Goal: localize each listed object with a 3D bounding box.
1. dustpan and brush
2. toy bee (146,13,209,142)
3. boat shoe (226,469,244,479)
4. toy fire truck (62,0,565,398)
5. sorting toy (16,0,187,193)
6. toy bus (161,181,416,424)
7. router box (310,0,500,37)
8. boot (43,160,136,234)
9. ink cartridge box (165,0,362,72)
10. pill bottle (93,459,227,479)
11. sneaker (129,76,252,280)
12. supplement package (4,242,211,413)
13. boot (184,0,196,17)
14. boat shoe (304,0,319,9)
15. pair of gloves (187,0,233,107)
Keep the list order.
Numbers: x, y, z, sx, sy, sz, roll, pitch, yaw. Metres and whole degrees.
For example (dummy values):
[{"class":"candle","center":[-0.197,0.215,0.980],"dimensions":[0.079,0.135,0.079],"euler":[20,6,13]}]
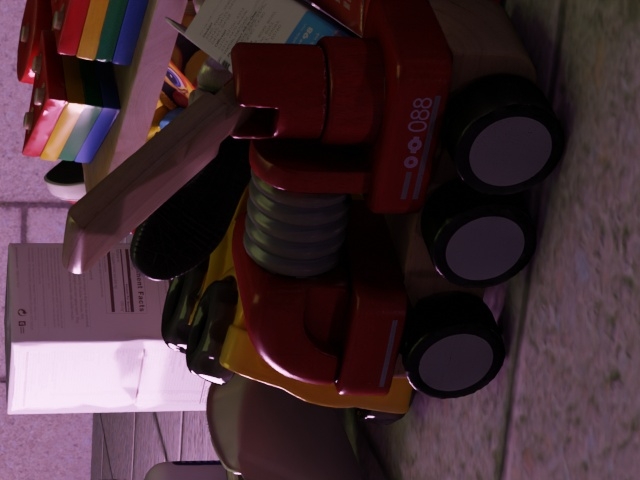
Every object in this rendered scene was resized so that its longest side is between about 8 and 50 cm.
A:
[{"class":"dustpan and brush","center":[-0.038,0.118,1.180],"dimensions":[0.060,0.147,0.211],"euler":[-32,46,28]},{"class":"toy bee","center":[-0.112,-0.156,1.497],"dimensions":[0.162,0.195,0.298],"euler":[50,139,-5]},{"class":"boat shoe","center":[-0.014,0.215,1.237],"dimensions":[0.095,0.095,0.257],"euler":[-6,82,54]},{"class":"toy fire truck","center":[-0.015,-0.012,0.843],"dimensions":[0.158,0.246,0.217],"euler":[-105,20,-51]},{"class":"sorting toy","center":[-0.197,-0.185,1.368],"dimensions":[0.257,0.089,0.255],"euler":[-108,32,-51]},{"class":"toy bus","center":[0.000,0.000,1.072],"dimensions":[0.220,0.149,0.211],"euler":[-148,76,-74]},{"class":"router box","center":[0.037,-0.299,1.000],"dimensions":[0.335,0.082,0.301],"euler":[-127,39,-70]},{"class":"boot","center":[-0.211,-0.023,1.844],"dimensions":[0.244,0.088,0.176],"euler":[10,139,52]},{"class":"ink cartridge box","center":[-0.013,-0.116,1.009],"dimensions":[0.060,0.104,0.180],"euler":[-58,39,8]},{"class":"pill bottle","center":[-0.097,0.239,1.332],"dimensions":[0.112,0.187,0.112],"euler":[-179,90,-78]},{"class":"sneaker","center":[-0.078,-0.045,1.071],"dimensions":[0.170,0.051,0.089],"euler":[-57,18,-12]},{"class":"supplement package","center":[-0.211,0.094,1.715],"dimensions":[0.139,0.244,0.133],"euler":[107,159,-49]},{"class":"boot","center":[-0.134,-0.196,1.826],"dimensions":[0.248,0.090,0.206],"euler":[98,180,-48]},{"class":"boat shoe","center":[-0.029,-0.244,1.305],"dimensions":[0.233,0.079,0.084],"euler":[113,153,-63]},{"class":"pair of gloves","center":[-0.081,-0.148,1.217],"dimensions":[0.204,0.042,0.240],"euler":[-92,7,-69]}]
